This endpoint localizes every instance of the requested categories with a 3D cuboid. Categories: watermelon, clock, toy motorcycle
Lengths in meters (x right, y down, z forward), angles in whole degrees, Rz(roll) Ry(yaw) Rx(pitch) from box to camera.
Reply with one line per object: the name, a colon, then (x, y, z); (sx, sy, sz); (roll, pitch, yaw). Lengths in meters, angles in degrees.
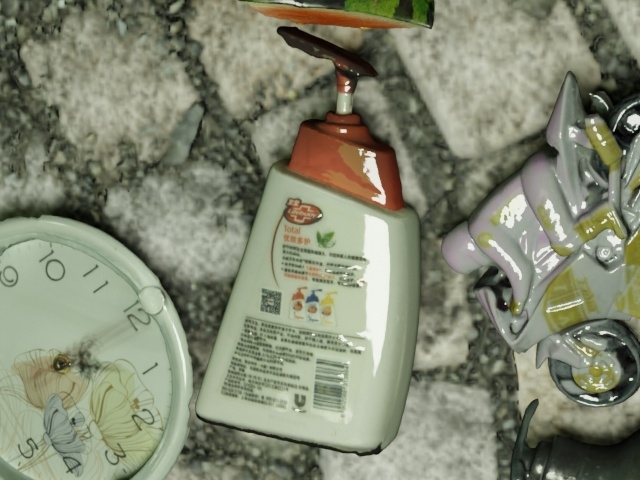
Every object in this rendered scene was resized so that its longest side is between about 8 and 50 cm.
watermelon: (0.012, -0.168, 1.042); (0.135, 0.125, 0.094); (31, 141, -8)
clock: (-0.194, 0.093, 1.168); (0.236, 0.053, 0.237); (3, 100, 20)
toy motorcycle: (0.157, -0.001, 1.014); (0.152, 0.073, 0.225); (14, 113, 9)

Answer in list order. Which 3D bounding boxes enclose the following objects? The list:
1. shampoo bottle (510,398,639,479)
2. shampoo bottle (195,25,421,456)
shampoo bottle: (0.258, 0.180, 1.002); (0.283, 0.101, 0.101); (15, 105, 16)
shampoo bottle: (0.000, 0.000, 1.075); (0.153, 0.071, 0.284); (12, 102, 19)
